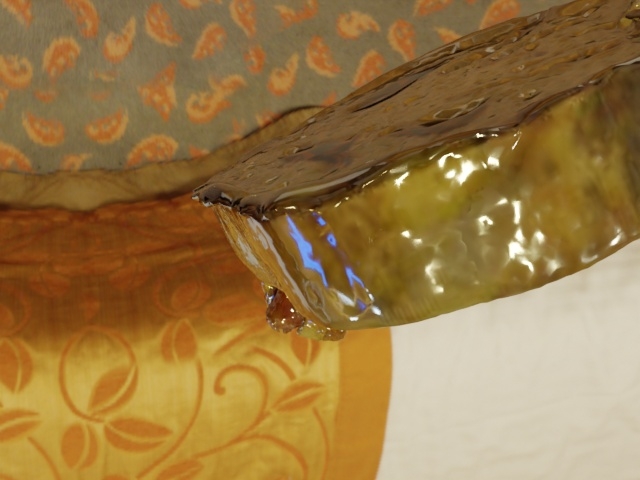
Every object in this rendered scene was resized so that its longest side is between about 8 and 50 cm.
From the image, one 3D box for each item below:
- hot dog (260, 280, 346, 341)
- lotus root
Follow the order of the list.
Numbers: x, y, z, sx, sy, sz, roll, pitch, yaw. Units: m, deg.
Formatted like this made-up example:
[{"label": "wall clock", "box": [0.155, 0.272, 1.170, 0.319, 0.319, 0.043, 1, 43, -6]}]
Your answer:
[{"label": "hot dog", "box": [0.000, 0.000, 0.836, 0.103, 0.146, 0.213, 29, 81, -57]}, {"label": "lotus root", "box": [0.081, -0.068, 0.563, 0.374, 0.390, 0.111, -10, 112, 30]}]
